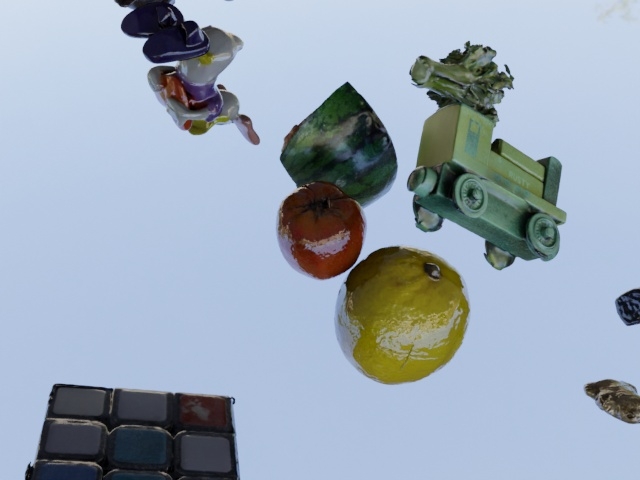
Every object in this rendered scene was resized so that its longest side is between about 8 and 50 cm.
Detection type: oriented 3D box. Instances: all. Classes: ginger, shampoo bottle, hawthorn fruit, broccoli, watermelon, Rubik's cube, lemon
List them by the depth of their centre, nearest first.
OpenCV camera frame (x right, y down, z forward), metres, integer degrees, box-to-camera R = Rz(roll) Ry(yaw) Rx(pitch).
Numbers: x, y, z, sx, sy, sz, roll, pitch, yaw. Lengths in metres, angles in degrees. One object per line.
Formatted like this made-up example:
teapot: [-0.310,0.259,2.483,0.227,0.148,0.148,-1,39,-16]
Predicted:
Rubik's cube: [-0.335,0.497,1.415,0.358,0.363,0.362,5,-157,-15]
hawthorn fruit: [0.000,0.000,1.668,0.196,0.226,0.197,-1,-138,1]
lemon: [0.168,0.154,1.674,0.297,0.297,0.297,-6,-150,3]
broccoli: [0.294,-0.310,1.713,0.177,0.199,0.274,-30,179,35]
shampoo bottle: [0.775,0.114,1.729,0.359,0.134,0.078,-11,-108,-31]
ginger: [0.715,0.384,1.873,0.137,0.074,0.213,-9,-159,-21]
watermelon: [0.029,-0.173,1.926,0.222,0.292,0.319,-42,-170,-24]

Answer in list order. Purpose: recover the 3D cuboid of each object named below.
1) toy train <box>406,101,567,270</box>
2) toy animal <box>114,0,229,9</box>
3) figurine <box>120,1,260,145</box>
toy train: [0.356,-0.104,1.671,0.160,0.397,0.253,-21,-131,55]
toy animal: [-0.314,-0.518,1.387,0.302,0.344,0.194,-25,-114,-17]
figurine: [-0.227,-0.310,1.547,0.193,0.421,0.154,-35,-111,-12]
